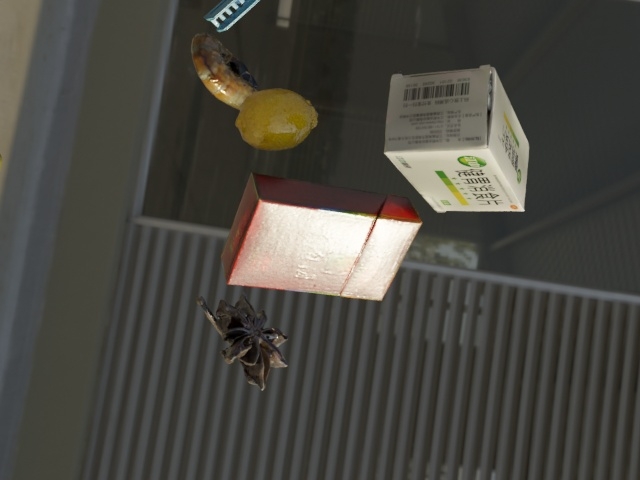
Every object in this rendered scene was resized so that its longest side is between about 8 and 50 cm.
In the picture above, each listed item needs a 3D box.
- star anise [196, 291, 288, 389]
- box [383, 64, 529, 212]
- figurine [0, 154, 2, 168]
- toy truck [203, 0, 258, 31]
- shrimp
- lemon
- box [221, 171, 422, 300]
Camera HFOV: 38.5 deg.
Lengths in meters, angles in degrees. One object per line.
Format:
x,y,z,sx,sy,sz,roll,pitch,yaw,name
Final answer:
-0.164,0.199,1.932,0.089,0.231,0.209,-43,175,26,star anise
0.239,-0.163,1.559,0.333,0.173,0.145,37,55,-62,box
-0.949,-0.095,2.087,0.266,0.378,0.361,-10,-104,56,figurine
-0.107,-0.300,1.112,0.056,0.073,0.090,39,58,-52,toy truck
-0.185,-0.343,1.955,0.287,0.063,0.152,35,35,-54,shrimp
-0.079,-0.219,1.664,0.114,0.155,0.114,176,-90,-76,lemon
0.000,-0.001,1.651,0.089,0.314,0.197,-111,-145,-48,box
